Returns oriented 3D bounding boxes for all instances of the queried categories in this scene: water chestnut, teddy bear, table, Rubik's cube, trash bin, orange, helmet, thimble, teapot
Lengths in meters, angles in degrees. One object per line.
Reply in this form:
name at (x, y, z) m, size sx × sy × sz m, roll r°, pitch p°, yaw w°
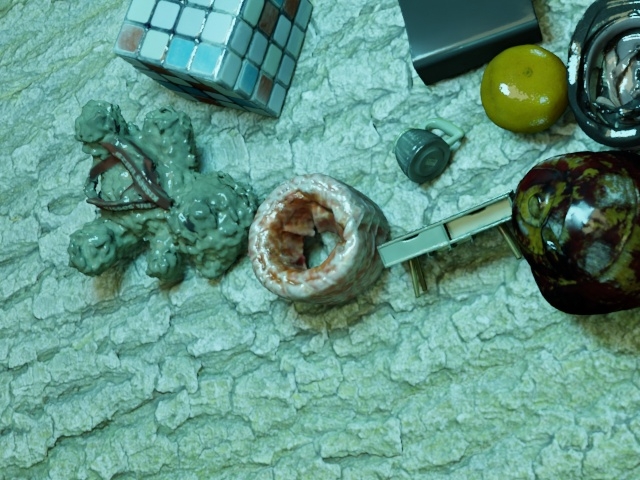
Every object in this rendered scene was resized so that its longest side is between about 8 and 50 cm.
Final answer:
water chestnut at (0.438, -0.019, 1.330) m, size 0.244 × 0.289 × 0.289 m, roll -38°, pitch 66°, yaw -12°
teddy bear at (-0.296, -0.082, 1.687) m, size 0.367 × 0.224 × 0.357 m, roll 12°, pitch 99°, yaw 22°
table at (0.237, 0.010, 1.491) m, size 0.240 × 0.121 × 0.111 m, roll -22°, pitch 90°, yaw 18°
Rubik's cube at (-0.200, -0.411, 1.677) m, size 0.256 × 0.253 × 0.259 m, roll 17°, pitch 88°, yaw 24°
trash bin at (0.267, -0.401, 1.552) m, size 0.225 × 0.115 × 0.165 m, roll -16°, pitch 75°, yaw 18°
orange at (0.352, -0.258, 1.484) m, size 0.156 × 0.124 × 0.156 m, roll -2°, pitch 73°, yaw 6°
helmet at (0.510, -0.261, 1.404) m, size 0.198 × 0.154 × 0.253 m, roll 0°, pitch 63°, yaw 31°
thimble at (0.000, 0.000, 1.568) m, size 0.239 × 0.162 × 0.239 m, roll -6°, pitch 76°, yaw 24°
teapot at (0.187, -0.168, 1.571) m, size 0.091 × 0.124 × 0.092 m, roll 49°, pitch 142°, yaw 38°
